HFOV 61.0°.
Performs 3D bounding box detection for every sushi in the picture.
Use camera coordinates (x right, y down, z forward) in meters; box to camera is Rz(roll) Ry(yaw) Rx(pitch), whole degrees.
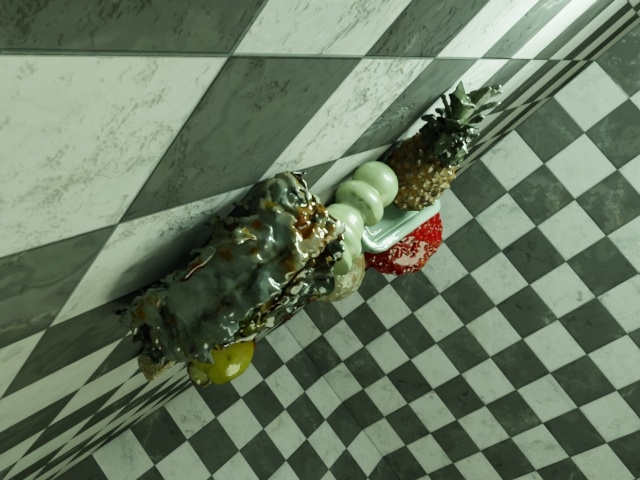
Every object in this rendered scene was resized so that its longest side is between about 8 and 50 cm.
[{"bbox_3d":[-0.128,0.068,0.908,0.417,0.176,0.417,-37,172,-6],"label":"sushi"}]

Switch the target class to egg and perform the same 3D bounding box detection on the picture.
[{"bbox_3d":[0.037,0.078,1.658,0.203,0.203,0.245,-30,158,-45],"label":"egg"}]

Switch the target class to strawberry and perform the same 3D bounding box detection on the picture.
[{"bbox_3d":[0.249,-0.021,1.719,0.291,0.292,0.310,-39,-170,10],"label":"strawberry"}]

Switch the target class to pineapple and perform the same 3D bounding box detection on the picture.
[{"bbox_3d":[0.264,-0.205,1.186,0.169,0.169,0.340,-31,168,-40],"label":"pineapple"}]

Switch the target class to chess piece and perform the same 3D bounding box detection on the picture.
[{"bbox_3d":[0.072,-0.066,1.152,0.251,0.144,0.144,-51,177,-21],"label":"chess piece"}]

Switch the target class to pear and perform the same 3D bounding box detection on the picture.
[{"bbox_3d":[-0.303,0.342,1.701,0.200,0.200,0.200,-37,172,-6],"label":"pear"}]

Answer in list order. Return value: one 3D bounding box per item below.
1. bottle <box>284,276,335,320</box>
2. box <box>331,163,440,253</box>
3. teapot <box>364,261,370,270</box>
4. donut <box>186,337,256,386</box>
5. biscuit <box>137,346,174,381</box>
[{"bbox_3d":[-0.097,0.145,1.541,0.271,0.156,0.143,-29,-178,20],"label":"bottle"},{"bbox_3d":[0.131,-0.067,1.376,0.312,0.175,0.182,-32,179,-40],"label":"box"},{"bbox_3d":[0.114,0.066,2.265,0.252,0.135,0.178,-14,-168,-26],"label":"teapot"},{"bbox_3d":[-0.377,0.442,2.152,0.259,0.136,0.345,-27,169,-39],"label":"donut"},{"bbox_3d":[-0.388,0.280,1.320,0.070,0.082,0.168,-33,171,-44],"label":"biscuit"}]
